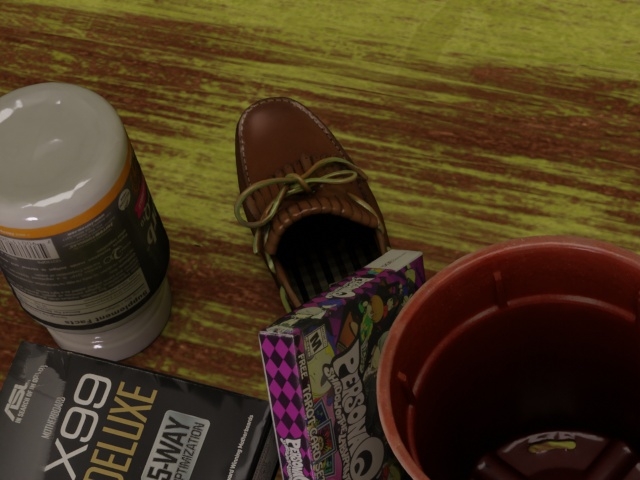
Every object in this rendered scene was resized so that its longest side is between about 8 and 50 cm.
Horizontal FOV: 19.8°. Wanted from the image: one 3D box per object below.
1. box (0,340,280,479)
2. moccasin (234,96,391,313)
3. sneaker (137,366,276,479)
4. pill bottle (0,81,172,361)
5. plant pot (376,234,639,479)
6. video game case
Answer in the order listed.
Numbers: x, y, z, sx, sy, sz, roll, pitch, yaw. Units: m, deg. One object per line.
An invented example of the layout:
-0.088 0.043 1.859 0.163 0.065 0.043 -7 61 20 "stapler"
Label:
-0.188 0.256 1.521 0.242 0.076 0.307 13 69 19 "box"
-0.003 0.001 1.782 0.139 0.147 0.380 -15 54 0 "moccasin"
-0.087 0.247 1.624 0.366 0.150 0.135 36 69 30 "sneaker"
-0.234 -0.009 1.751 0.162 0.278 0.162 -5 55 7 "pill bottle"
0.197 0.181 1.546 0.272 0.265 0.272 -5 55 7 "plant pot"
0.036 0.149 1.576 0.042 0.232 0.210 3 19 34 "video game case"
